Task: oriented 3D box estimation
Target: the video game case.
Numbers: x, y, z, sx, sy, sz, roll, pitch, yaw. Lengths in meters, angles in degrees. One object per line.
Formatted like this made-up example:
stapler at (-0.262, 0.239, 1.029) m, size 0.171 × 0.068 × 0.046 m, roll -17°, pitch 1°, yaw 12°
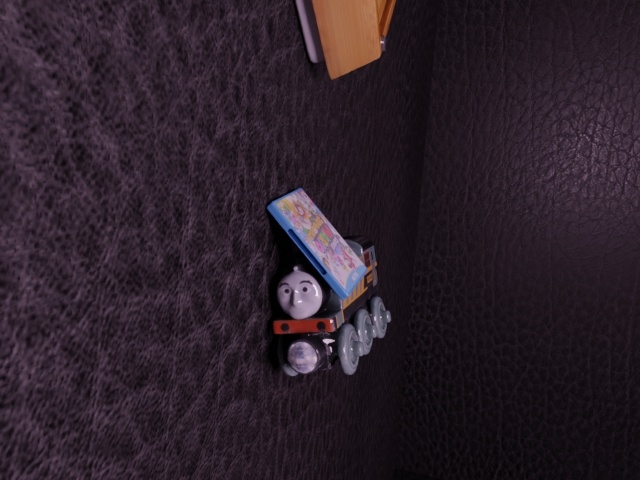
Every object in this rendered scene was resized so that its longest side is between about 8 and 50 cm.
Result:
video game case at (0.000, 0.000, 0.774) m, size 0.166 × 0.015 × 0.119 m, roll 51°, pitch 23°, yaw 0°

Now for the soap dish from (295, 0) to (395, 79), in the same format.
soap dish at (0.052, -0.425, 0.791) m, size 0.229 × 0.118 × 0.290 m, roll 72°, pitch 29°, yaw -54°

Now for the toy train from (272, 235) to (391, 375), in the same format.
toy train at (0.020, 0.099, 0.883) m, size 0.334 × 0.142 × 0.190 m, roll -21°, pitch 103°, yaw -68°
